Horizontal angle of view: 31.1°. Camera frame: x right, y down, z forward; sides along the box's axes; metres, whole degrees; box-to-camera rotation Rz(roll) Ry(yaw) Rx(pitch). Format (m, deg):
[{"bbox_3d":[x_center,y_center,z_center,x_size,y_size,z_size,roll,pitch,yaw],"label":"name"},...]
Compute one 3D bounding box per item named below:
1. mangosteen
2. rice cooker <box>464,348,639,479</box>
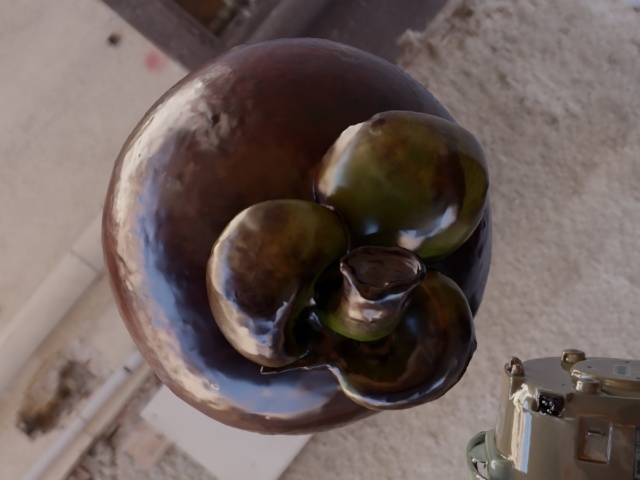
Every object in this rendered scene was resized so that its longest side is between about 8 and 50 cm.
[{"bbox_3d":[0.000,0.000,0.593,0.215,0.215,0.257,40,169,-17],"label":"mangosteen"},{"bbox_3d":[0.206,0.145,0.793,0.206,0.127,0.145,7,-171,4],"label":"rice cooker"}]
